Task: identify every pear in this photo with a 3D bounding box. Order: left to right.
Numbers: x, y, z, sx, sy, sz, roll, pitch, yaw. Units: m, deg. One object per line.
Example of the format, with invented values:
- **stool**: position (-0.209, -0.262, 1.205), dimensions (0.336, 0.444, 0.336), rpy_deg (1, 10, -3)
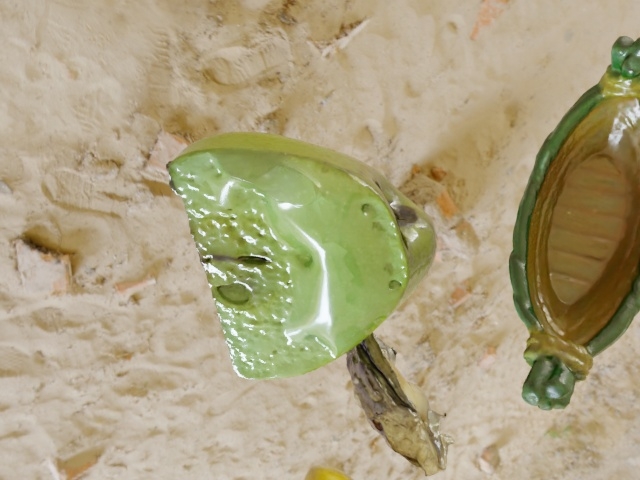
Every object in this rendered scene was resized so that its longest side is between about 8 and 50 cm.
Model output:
- **pear**: position (0.000, 0.000, 0.724), dimensions (0.318, 0.238, 0.342), rpy_deg (-5, 113, 15)

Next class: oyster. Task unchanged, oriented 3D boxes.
- **oyster**: position (0.097, 0.215, 0.850), dimensions (0.100, 0.271, 0.275), rpy_deg (-39, 94, 13)

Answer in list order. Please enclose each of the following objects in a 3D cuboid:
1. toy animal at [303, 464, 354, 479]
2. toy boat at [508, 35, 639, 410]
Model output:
- **toy animal**: position (0.096, 0.500, 0.769), dimensions (0.246, 0.278, 0.345), rpy_deg (-5, 139, 5)
- **toy boat**: position (0.169, -0.009, 0.327), dimensions (0.088, 0.089, 0.229), rpy_deg (22, 83, -68)
